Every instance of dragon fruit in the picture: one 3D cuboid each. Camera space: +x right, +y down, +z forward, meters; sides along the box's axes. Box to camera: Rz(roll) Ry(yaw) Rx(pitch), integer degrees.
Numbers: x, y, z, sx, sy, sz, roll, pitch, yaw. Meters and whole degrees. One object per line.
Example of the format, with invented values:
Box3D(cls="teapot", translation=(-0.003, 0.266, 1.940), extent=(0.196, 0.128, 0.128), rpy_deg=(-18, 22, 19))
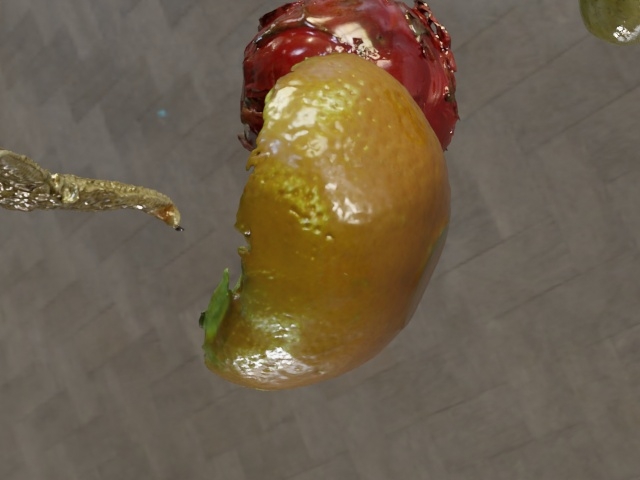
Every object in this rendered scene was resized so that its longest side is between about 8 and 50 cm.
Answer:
Box3D(cls="dragon fruit", translation=(0.036, -0.200, 1.549), extent=(0.302, 0.295, 0.295), rpy_deg=(-2, 99, 0))

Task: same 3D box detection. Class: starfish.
Box3D(cls="starfish", translation=(-0.408, -0.082, 1.485), extent=(0.324, 0.432, 0.082), rpy_deg=(11, 90, 21))

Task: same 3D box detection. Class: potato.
Box3D(cls="potato", translation=(0.339, -0.293, 1.191), extent=(0.157, 0.157, 0.194), rpy_deg=(43, 139, 30))

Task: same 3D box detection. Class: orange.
Box3D(cls="orange", translation=(0.008, 0.004, 1.051), extent=(0.196, 0.263, 0.334), rpy_deg=(36, 124, 21))
